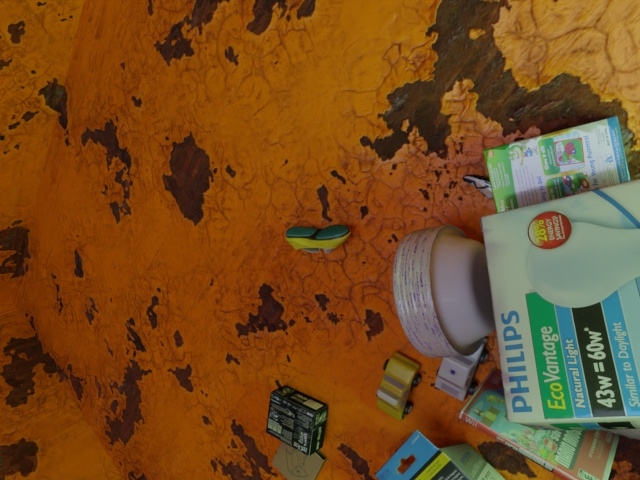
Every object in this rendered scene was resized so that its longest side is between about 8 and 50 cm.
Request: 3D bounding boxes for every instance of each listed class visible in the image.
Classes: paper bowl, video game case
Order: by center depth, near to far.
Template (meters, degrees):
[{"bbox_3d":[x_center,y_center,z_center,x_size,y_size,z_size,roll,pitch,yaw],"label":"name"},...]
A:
[{"bbox_3d":[0.465,0.395,1.071,0.285,0.204,0.025,25,119,30],"label":"video game case"},{"bbox_3d":[0.287,0.106,1.079,0.148,0.284,0.284,-11,95,38],"label":"paper bowl"}]

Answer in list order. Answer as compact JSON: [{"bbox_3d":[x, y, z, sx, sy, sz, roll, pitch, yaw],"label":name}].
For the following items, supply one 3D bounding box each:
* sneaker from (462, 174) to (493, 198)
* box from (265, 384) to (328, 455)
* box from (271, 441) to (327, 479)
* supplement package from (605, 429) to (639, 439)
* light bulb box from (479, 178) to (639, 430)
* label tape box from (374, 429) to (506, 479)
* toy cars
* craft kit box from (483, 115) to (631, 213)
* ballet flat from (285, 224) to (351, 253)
[{"bbox_3d":[0.365,-0.116,1.117,0.109,0.040,0.043,26,118,30],"label":"sneaker"},{"bbox_3d":[-0.075,0.566,1.595,0.180,0.078,0.147,13,101,34],"label":"box"},{"bbox_3d":[-0.075,0.738,1.689,0.164,0.021,0.201,36,120,25],"label":"box"},{"bbox_3d":[0.533,0.284,0.973,0.244,0.134,0.139,0,61,51],"label":"supplement package"},{"bbox_3d":[0.482,0.112,0.810,0.361,0.225,0.357,-15,61,30],"label":"light bulb box"},{"bbox_3d":[0.339,0.648,1.296,0.334,0.106,0.240,42,124,21],"label":"label tape box"},{"bbox_3d":[0.265,0.357,1.288,0.394,0.087,0.176,-35,80,38],"label":"toy cars"},{"bbox_3d":[0.478,-0.092,1.008,0.247,0.061,0.249,-11,95,27],"label":"craft kit box"},{"bbox_3d":[0.000,0.000,1.413,0.231,0.077,0.077,1,123,40],"label":"ballet flat"}]
